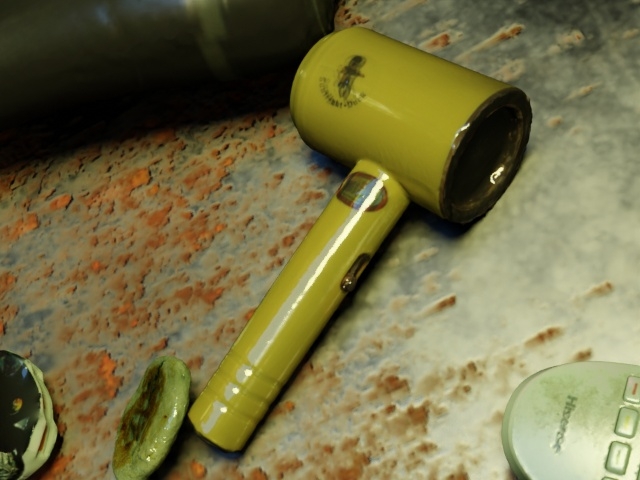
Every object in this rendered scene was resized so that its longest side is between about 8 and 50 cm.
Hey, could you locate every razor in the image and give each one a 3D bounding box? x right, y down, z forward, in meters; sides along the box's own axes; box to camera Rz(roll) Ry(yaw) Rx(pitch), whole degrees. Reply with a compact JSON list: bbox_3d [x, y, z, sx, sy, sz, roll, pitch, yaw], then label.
[{"bbox_3d":[-0.150,-0.167,0.701,0.349,0.113,0.204,-13,37,14],"label":"razor"}]

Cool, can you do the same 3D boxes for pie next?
[{"bbox_3d":[-0.105,0.111,0.586,0.085,0.017,0.085,-44,31,36],"label":"pie"}]

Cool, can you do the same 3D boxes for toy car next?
[{"bbox_3d":[-0.265,0.147,0.623,0.205,0.056,0.095,-32,56,6],"label":"toy car"}]

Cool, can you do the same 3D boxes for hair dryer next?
[{"bbox_3d":[0.000,0.000,0.596,0.135,0.090,0.279,30,82,31],"label":"hair dryer"}]

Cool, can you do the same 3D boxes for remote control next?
[{"bbox_3d":[0.215,0.123,0.465,0.256,0.045,0.097,15,70,24],"label":"remote control"}]
